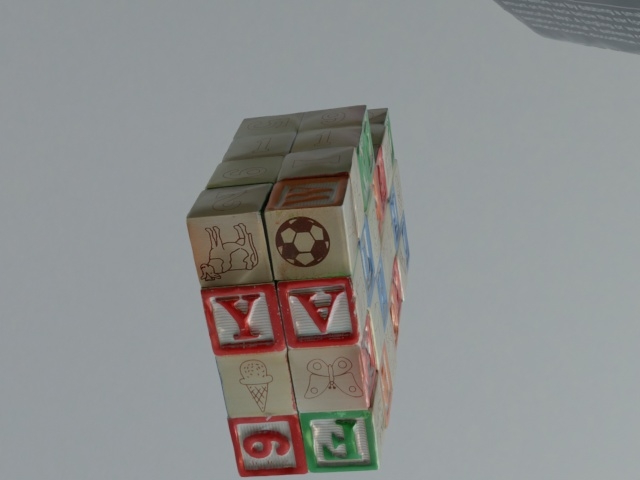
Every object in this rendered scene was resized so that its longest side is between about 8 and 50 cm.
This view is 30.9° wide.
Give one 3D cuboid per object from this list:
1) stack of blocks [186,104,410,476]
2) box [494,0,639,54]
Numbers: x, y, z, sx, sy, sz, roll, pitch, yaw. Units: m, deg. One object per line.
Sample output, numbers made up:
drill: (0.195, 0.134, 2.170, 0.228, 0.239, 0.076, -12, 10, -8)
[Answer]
stack of blocks: (0.000, 0.000, 0.778, 0.087, 0.171, 0.297, -5, -157, 10)
box: (0.107, -0.307, 0.546, 0.395, 0.294, 0.212, 30, -179, -29)
